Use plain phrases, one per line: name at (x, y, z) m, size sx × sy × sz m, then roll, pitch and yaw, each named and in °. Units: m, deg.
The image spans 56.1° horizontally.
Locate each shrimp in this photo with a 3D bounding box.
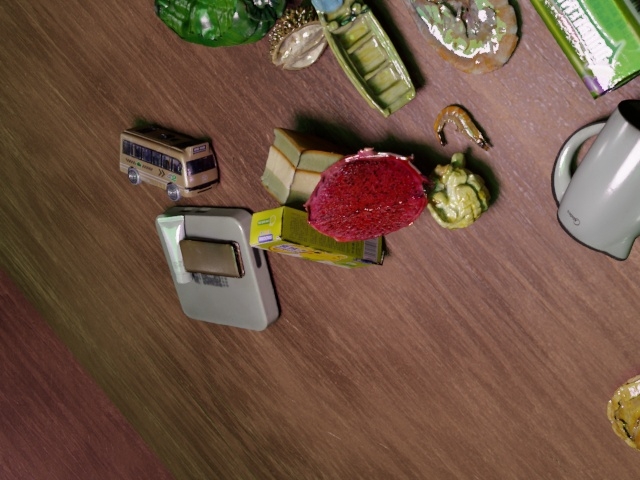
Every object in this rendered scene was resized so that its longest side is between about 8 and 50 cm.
shrimp at (0.236, -0.443, 1.114) m, size 0.317 × 0.062 × 0.164 m, roll 45°, pitch 129°, yaw 3°
shrimp at (0.286, -0.214, 1.223) m, size 0.127 × 0.025 × 0.091 m, roll 45°, pitch 133°, yaw 15°

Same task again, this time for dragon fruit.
dragon fruit at (0.107, -0.100, 1.270) m, size 0.274 × 0.161 × 0.126 m, roll -14°, pitch 150°, yaw 12°

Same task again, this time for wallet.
wallet at (-0.309, 0.049, 1.690) m, size 0.198 × 0.031 × 0.110 m, roll 4°, pitch 116°, yaw 29°

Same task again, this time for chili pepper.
chili pepper at (-0.225, -0.542, 1.345) m, size 0.385 × 0.167 × 0.213 m, roll 23°, pitch 112°, yaw 40°

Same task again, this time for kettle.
kettle at (0.506, -0.115, 1.040) m, size 0.221 × 0.161 × 0.236 m, roll 57°, pitch 143°, yaw 37°

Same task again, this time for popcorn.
popcorn at (0.279, -0.092, 1.241) m, size 0.135 × 0.162 × 0.141 m, roll 13°, pitch 156°, yaw -8°

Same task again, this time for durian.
durian at (-0.038, -0.447, 1.283) m, size 0.188 × 0.148 × 0.091 m, roll -25°, pitch 70°, yaw 21°

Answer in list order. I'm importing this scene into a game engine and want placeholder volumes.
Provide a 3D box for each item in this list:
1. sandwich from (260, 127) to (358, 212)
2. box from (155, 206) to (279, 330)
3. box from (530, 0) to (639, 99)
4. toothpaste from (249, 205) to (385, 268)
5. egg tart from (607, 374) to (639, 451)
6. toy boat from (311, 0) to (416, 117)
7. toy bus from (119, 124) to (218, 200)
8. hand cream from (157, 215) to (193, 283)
sandwich at (0.000, -0.155, 1.397) m, size 0.198 × 0.227 × 0.155 m, roll 47°, pitch 121°, yaw 56°
box at (-0.310, 0.079, 1.800) m, size 0.373 × 0.090 × 0.367 m, roll 5°, pitch 116°, yaw 36°
box at (0.413, -0.405, 0.971) m, size 0.134 × 0.097 × 0.345 m, roll -31°, pitch 93°, yaw 42°
toothpaste at (0.000, 0.000, 1.371) m, size 0.110 × 0.327 × 0.077 m, roll -9°, pitch 73°, yaw 46°
egg tart at (0.695, 0.366, 1.186) m, size 0.241 × 0.106 × 0.241 m, roll 16°, pitch 124°, yaw 25°
toy boat at (0.087, -0.385, 1.219) m, size 0.111 × 0.084 × 0.276 m, roll -34°, pitch 99°, yaw 7°
toy bus at (-0.426, -0.224, 1.686) m, size 0.289 × 0.139 × 0.157 m, roll 23°, pitch 121°, yaw 30°
hand cream at (-0.417, 0.027, 1.758) m, size 0.078 × 0.050 × 0.205 m, roll -5°, pitch 111°, yaw 9°
